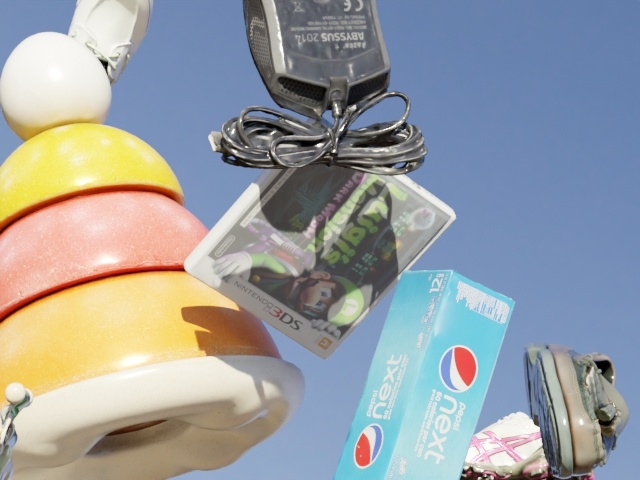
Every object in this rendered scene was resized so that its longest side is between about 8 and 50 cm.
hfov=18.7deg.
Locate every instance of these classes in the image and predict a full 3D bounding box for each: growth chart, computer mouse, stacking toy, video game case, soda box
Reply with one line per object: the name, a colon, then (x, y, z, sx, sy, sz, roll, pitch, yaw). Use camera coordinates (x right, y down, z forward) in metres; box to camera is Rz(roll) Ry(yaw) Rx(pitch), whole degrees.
growth chart: (-0.254, 0.219, 1.482, 0.021, 0.237, 0.172, 13, -2, -4)
computer mouse: (-0.016, -0.178, 1.688, 0.188, 0.272, 0.072, 1, -18, -20)
stacking toy: (-0.232, 0.001, 1.973, 0.350, 0.480, 0.350, -13, -17, -4)
video game case: (0.000, 0.000, 1.777, 0.173, 0.190, 0.022, 34, 18, -26)
soda box: (0.074, 0.130, 1.476, 0.067, 0.210, 0.071, 26, -14, -28)

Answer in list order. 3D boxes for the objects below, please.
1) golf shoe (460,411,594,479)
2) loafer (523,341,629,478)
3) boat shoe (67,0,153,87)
golf shoe: (0.183, 0.216, 1.954, 0.186, 0.086, 0.067, -3, -40, 11)
loafer: (0.221, 0.130, 1.632, 0.084, 0.096, 0.267, -6, 9, 1)
boat shoe: (-0.240, -0.202, 2.128, 0.083, 0.076, 0.226, 16, -50, -13)
